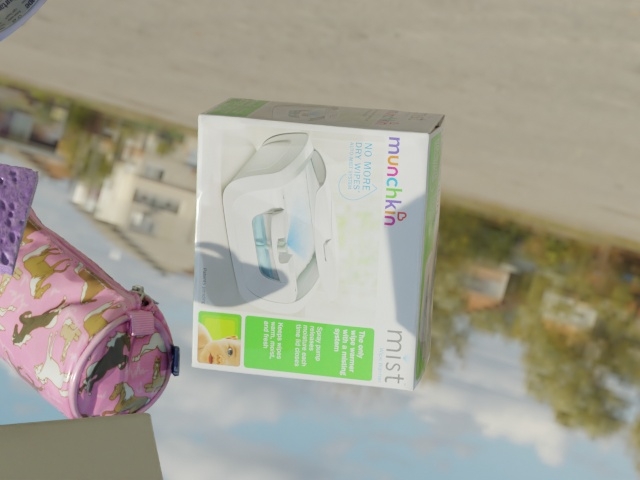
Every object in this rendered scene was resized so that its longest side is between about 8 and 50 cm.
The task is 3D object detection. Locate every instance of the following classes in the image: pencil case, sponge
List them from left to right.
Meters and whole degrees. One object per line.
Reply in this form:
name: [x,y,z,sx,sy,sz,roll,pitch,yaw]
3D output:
sponge: [-0.413,-0.036,1.681,0.210,0.117,0.031,10,156,-3]
pencil case: [-0.333,0.074,1.932,0.167,0.160,0.386,-34,-137,-24]

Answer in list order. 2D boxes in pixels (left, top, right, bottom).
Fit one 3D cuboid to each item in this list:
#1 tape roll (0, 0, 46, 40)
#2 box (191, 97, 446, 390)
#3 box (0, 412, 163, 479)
tape roll: [-0.416,-0.338,2.062,0.080,0.189,0.189,45,-177,2]
box: [0.000,0.000,1.595,0.231,0.261,0.127,6,-166,11]
box: [-0.282,0.218,1.217,0.311,0.121,0.148,-2,158,-32]
